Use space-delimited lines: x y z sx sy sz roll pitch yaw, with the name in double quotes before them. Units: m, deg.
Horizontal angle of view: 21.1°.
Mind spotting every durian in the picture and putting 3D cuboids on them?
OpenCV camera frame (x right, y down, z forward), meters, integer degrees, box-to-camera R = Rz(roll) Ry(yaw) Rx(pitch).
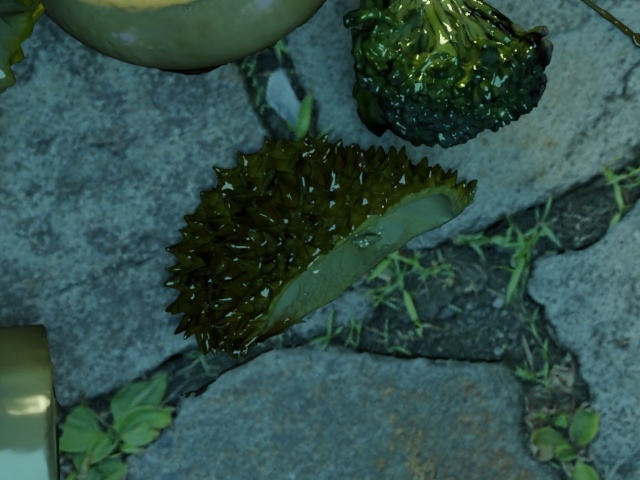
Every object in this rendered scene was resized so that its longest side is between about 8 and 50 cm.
"durian" 0.000 0.000 1.274 0.252 0.144 0.139 -41 126 -8

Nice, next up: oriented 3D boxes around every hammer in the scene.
"hammer" 0.204 -0.186 1.327 0.123 0.014 0.029 33 100 -17

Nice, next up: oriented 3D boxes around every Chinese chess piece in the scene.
"Chinese chess piece" -0.093 -0.241 1.157 0.257 0.104 0.257 -3 73 12

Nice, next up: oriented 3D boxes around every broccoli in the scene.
"broccoli" 0.070 -0.218 1.243 0.145 0.165 0.304 -16 91 -1

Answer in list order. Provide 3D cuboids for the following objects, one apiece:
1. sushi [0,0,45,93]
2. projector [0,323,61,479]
"sushi" -0.371 -0.165 0.998 0.396 0.240 0.351 7 136 -35
"projector" -0.302 0.197 1.166 0.249 0.248 0.248 -3 99 -11
